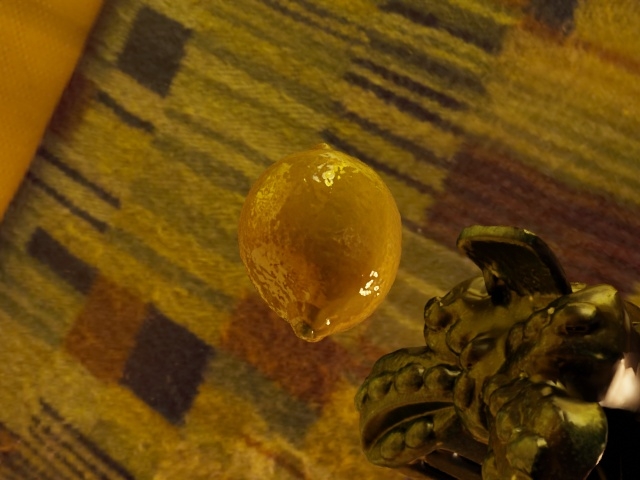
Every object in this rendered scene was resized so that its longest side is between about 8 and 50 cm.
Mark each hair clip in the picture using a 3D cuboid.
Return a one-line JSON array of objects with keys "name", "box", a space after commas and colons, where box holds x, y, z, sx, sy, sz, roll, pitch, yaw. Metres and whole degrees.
[{"name": "hair clip", "box": [0.154, 0.113, 0.689, 0.194, 0.310, 0.206, 30, 80, -20]}]

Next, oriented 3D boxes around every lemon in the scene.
[{"name": "lemon", "box": [0.000, 0.000, 1.021, 0.186, 0.187, 0.244, -14, 60, 23]}]
